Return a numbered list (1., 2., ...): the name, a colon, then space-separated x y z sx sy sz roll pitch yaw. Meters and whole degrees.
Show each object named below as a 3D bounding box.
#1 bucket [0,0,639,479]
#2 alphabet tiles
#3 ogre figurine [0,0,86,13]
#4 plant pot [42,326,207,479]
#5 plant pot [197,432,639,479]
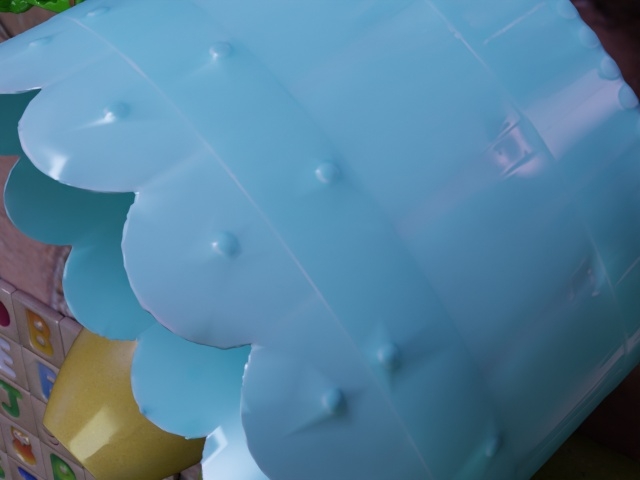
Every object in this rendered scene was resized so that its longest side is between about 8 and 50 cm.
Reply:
1. bucket: 0.000 0.000 0.512 0.281 0.183 0.281 49 164 20
2. alphabet tiles: -0.228 0.186 1.103 0.285 0.011 0.342 26 134 30
3. ogre figurine: -0.077 -0.157 0.609 0.097 0.118 0.197 56 140 2
4. plant pot: -0.131 0.115 0.848 0.134 0.095 0.134 42 165 13
5. plant pot: 0.067 0.194 0.649 0.293 0.274 0.275 37 141 42
